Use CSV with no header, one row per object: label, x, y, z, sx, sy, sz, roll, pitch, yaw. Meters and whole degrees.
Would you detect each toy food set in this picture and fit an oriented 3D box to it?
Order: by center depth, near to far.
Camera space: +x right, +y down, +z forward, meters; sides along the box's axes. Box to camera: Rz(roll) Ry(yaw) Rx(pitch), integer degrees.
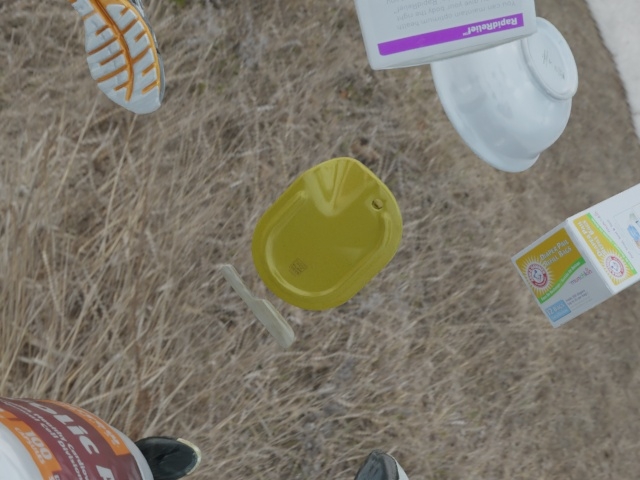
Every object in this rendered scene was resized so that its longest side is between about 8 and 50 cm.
toy food set,0.000,0.000,1.005,0.128,0.218,0.071,45,27,-3

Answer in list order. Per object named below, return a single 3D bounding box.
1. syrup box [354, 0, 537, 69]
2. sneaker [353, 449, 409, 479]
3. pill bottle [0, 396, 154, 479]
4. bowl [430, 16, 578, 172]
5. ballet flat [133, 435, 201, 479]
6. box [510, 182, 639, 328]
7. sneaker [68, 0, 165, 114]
syrup box,0.043,-0.212,0.464,0.096,0.236,0.093,-10,41,8
sneaker,0.132,0.415,1.373,0.146,0.330,0.122,19,61,30
pill bottle,-0.279,0.248,0.823,0.224,0.392,0.223,-1,80,4
bowl,0.322,-0.271,1.536,0.298,0.134,0.297,19,61,-38
ballet flat,-0.212,0.268,1.148,0.049,0.173,0.057,1,75,-59
box,0.355,0.012,1.170,0.203,0.114,0.103,-22,76,-37
sneaker,-0.223,-0.244,1.056,0.214,0.084,0.083,68,21,0
